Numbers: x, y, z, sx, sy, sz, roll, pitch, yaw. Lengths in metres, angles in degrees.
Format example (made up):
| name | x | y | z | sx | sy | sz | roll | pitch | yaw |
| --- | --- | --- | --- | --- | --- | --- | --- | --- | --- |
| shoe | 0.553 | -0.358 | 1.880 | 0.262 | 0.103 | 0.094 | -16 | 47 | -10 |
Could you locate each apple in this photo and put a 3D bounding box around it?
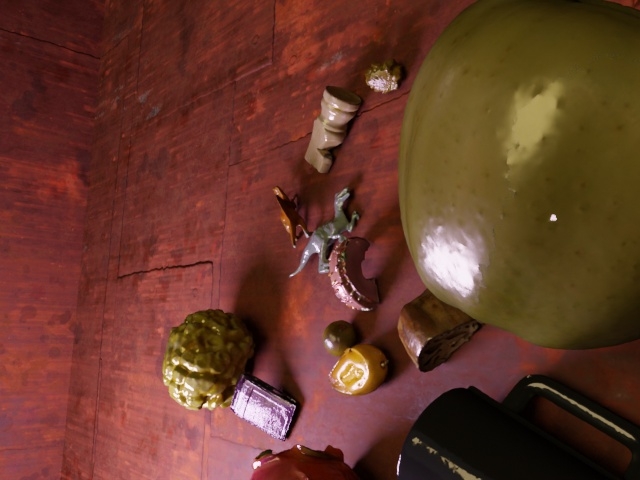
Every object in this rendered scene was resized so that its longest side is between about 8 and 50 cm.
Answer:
| name | x | y | z | sx | sy | sz | roll | pitch | yaw |
| --- | --- | --- | --- | --- | --- | --- | --- | --- | --- |
| apple | 0.316 | -0.088 | 0.764 | 0.474 | 0.474 | 0.473 | -12 | 74 | 48 |

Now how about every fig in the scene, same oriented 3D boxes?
| name | x | y | z | sx | sy | sz | roll | pitch | yaw |
| --- | --- | --- | --- | --- | --- | --- | --- | --- | --- |
| fig | 0.041 | 0.219 | 1.304 | 0.074 | 0.074 | 0.088 | 53 | 144 | 41 |

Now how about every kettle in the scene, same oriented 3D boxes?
| name | x | y | z | sx | sy | sz | roll | pitch | yaw |
| --- | --- | --- | --- | --- | --- | --- | --- | --- | --- |
| kettle | 0.314 | 0.363 | 0.895 | 0.308 | 0.262 | 0.203 | 22 | 133 | 47 |

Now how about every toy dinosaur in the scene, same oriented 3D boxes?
| name | x | y | z | sx | sy | sz | roll | pitch | yaw |
| --- | --- | --- | --- | --- | --- | --- | --- | --- | --- |
| toy dinosaur | -0.074 | -0.065 | 1.456 | 0.142 | 0.057 | 0.212 | 61 | 180 | -9 |
| toy dinosaur | 0.000 | 0.000 | 1.405 | 0.242 | 0.053 | 0.167 | -35 | 56 | 41 |

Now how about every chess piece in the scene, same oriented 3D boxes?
| name | x | y | z | sx | sy | sz | roll | pitch | yaw |
| --- | --- | --- | --- | --- | --- | --- | --- | --- | --- |
| chess piece | 0.020 | -0.258 | 1.422 | 0.090 | 0.090 | 0.200 | 56 | 135 | 39 |

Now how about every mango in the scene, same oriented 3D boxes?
| name | x | y | z | sx | sy | sz | roll | pitch | yaw |
| --- | --- | --- | --- | --- | --- | --- | --- | --- | --- |
| mango | 0.079 | 0.274 | 1.251 | 0.187 | 0.066 | 0.101 | -41 | 62 | 44 |

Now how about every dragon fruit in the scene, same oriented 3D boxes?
| name | x | y | z | sx | sy | sz | roll | pitch | yaw |
| --- | --- | --- | --- | --- | --- | --- | --- | --- | --- |
| dragon fruit | -0.040 | 0.539 | 1.200 | 0.189 | 0.291 | 0.290 | -114 | 42 | -74 |

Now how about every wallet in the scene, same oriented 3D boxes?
| name | x | y | z | sx | sy | sz | roll | pitch | yaw |
| --- | --- | --- | --- | --- | --- | --- | --- | --- | --- |
| wallet | -0.139 | 0.406 | 1.455 | 0.166 | 0.030 | 0.111 | 24 | 102 | 21 |

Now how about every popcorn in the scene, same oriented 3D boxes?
| name | x | y | z | sx | sy | sz | roll | pitch | yaw |
| --- | --- | --- | --- | --- | --- | --- | --- | --- | --- |
| popcorn | -0.292 | 0.308 | 1.552 | 0.270 | 0.224 | 0.257 | 174 | 110 | -85 |

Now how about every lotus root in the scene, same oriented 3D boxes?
| name | x | y | z | sx | sy | sz | roll | pitch | yaw |
| --- | --- | --- | --- | --- | --- | --- | --- | --- | --- |
| lotus root | 0.203 | 0.160 | 1.109 | 0.159 | 0.095 | 0.135 | -59 | 41 | 15 |

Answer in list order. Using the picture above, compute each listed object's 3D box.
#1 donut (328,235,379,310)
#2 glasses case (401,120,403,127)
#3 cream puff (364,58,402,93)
| name | x | y | z | sx | sy | sz | roll | pitch | yaw |
| --- | --- | --- | --- | --- | --- | --- | --- | --- | --- |
| donut | 0.062 | 0.069 | 1.271 | 0.065 | 0.117 | 0.166 | -26 | 63 | 39 |
| glasses case | 0.245 | -0.206 | 1.150 | 0.233 | 0.059 | 0.092 | 30 | 107 | 47 |
| cream puff | 0.141 | -0.361 | 1.310 | 0.083 | 0.083 | 0.058 | -52 | 3 | 44 |
